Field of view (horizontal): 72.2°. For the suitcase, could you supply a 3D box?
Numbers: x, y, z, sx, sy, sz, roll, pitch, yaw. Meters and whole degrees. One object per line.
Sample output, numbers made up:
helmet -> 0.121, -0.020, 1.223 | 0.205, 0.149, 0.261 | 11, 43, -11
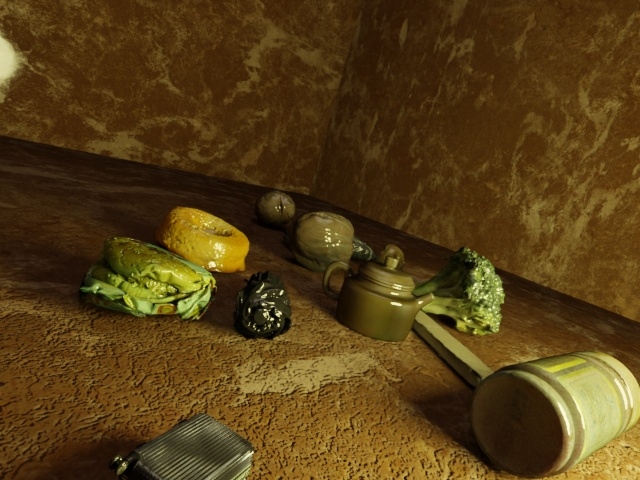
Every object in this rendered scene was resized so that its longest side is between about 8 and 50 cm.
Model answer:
suitcase -> -0.126, 0.219, 0.413 | 0.086, 0.059, 0.126 | 22, 12, 23

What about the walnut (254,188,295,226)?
walnut -> -0.207, -0.143, 1.946 | 0.178, 0.178, 0.230 | 13, 5, -17

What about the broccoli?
broccoli -> 0.372, 0.155, 1.192 | 0.288, 0.245, 0.248 | 51, 23, -46

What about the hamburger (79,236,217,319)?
hamburger -> -0.304, 0.067, 0.752 | 0.214, 0.125, 0.235 | 11, -8, 33

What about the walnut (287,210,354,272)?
walnut -> 0.000, 0.000, 1.410 | 0.224, 0.224, 0.224 | 16, 10, -3

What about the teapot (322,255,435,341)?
teapot -> 0.132, 0.117, 1.040 | 0.267, 0.175, 0.185 | 19, 8, 15

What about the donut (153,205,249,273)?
donut -> -0.307, 0.005, 1.162 | 0.253, 0.118, 0.253 | 30, 12, -7

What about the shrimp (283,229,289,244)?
shrimp -> -0.036, 0.027, 1.636 | 0.198, 0.051, 0.262 | 18, 10, -33

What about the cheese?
cheese -> 0.287, 0.238, 1.033 | 0.085, 0.034, 0.400 | 17, 10, -19

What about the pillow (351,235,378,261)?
pillow -> 0.071, 0.001, 1.686 | 0.335, 0.093, 0.161 | 27, 5, -22

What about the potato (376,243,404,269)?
potato -> 0.307, 0.076, 1.750 | 0.089, 0.101, 0.172 | 29, 13, 34

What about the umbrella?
umbrella -> -0.120, 0.114, 0.915 | 0.118, 0.118, 0.340 | 14, 5, -10

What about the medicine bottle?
medicine bottle -> 0.381, 0.264, 0.700 | 0.322, 0.151, 0.151 | 7, 14, -41
